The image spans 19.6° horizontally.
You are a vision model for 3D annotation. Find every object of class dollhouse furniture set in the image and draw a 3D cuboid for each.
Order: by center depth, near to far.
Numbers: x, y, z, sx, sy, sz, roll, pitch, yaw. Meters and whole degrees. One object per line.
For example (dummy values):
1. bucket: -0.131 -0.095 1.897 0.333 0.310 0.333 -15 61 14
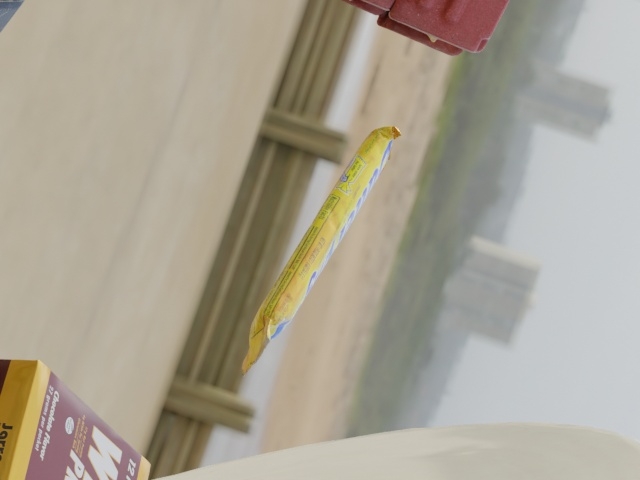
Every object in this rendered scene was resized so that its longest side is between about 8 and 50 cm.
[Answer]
1. dollhouse furniture set: 0.134 -0.340 1.492 0.374 0.152 0.201 -63 -177 2

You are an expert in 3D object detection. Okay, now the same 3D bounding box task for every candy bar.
1. candy bar: 0.000 0.000 0.935 0.161 0.018 0.040 -58 178 -36

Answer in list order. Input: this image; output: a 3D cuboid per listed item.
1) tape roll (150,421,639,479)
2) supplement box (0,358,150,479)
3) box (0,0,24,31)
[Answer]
1. tape roll: -0.039 0.133 0.464 0.286 0.286 0.100 -49 123 -82
2. supplement box: -0.250 0.174 1.267 0.191 0.194 0.129 56 39 -56
3. box: -0.297 -0.217 1.305 0.183 0.059 0.233 -40 -118 48
